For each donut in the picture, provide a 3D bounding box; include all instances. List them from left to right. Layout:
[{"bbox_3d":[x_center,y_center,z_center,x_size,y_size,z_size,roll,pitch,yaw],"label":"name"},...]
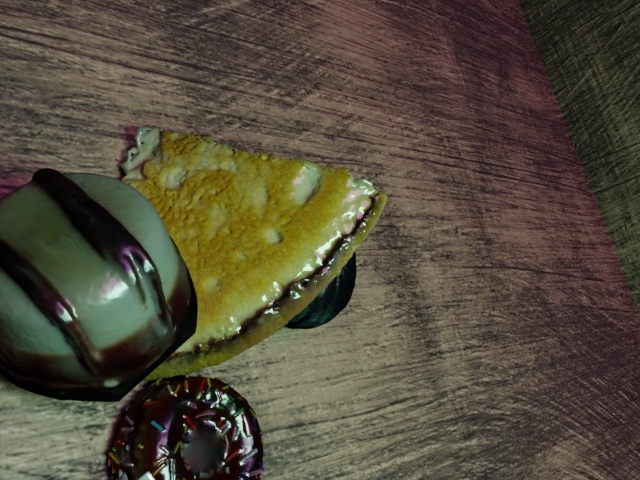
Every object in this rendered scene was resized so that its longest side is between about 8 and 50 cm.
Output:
[{"bbox_3d":[-0.176,0.302,0.904,0.235,0.089,0.235,23,54,-37],"label":"donut"}]

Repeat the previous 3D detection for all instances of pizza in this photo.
[{"bbox_3d":[-0.158,0.033,0.954,0.080,0.435,0.391,65,42,-63],"label":"pizza"}]

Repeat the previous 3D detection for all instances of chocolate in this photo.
[{"bbox_3d":[-0.295,0.041,0.782,0.284,0.186,0.283,6,58,-9],"label":"chocolate"}]

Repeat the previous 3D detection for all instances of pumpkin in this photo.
[{"bbox_3d":[-0.022,0.018,1.092,0.248,0.248,0.248,22,54,-35],"label":"pumpkin"}]

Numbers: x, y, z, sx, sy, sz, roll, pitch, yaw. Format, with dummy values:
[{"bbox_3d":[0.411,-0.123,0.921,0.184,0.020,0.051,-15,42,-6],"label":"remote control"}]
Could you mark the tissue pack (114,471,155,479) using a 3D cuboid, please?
[{"bbox_3d":[-0.206,0.401,0.738,0.145,0.159,0.229,-29,89,-6],"label":"tissue pack"}]
